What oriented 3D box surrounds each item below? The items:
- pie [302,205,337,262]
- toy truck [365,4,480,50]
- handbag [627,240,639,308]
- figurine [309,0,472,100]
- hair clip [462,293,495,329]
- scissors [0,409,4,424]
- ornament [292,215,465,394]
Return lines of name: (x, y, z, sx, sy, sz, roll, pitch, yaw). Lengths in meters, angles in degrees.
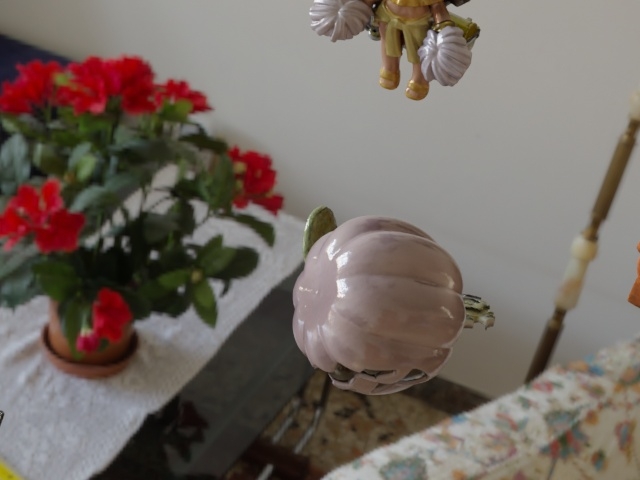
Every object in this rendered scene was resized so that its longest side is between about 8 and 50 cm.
pie: (0.001, -0.001, 1.354, 0.021, 0.084, 0.084, 5, 25, 26)
toy truck: (0.112, -0.240, 1.263, 0.123, 0.052, 0.063, 29, 54, 19)
handbag: (0.574, 0.048, 1.530, 0.303, 0.410, 0.116, 38, 76, 21)
figurine: (0.091, -0.246, 1.136, 0.174, 0.240, 0.116, 22, 37, 18)
hair clip: (0.146, 0.088, 1.515, 0.146, 0.056, 0.187, 26, 27, 39)
scissors: (-0.338, 0.301, 0.997, 0.024, 0.318, 0.160, 20, -12, -12)
ornament: (0.063, 0.066, 1.136, 0.177, 0.178, 0.177, 10, 31, -6)
